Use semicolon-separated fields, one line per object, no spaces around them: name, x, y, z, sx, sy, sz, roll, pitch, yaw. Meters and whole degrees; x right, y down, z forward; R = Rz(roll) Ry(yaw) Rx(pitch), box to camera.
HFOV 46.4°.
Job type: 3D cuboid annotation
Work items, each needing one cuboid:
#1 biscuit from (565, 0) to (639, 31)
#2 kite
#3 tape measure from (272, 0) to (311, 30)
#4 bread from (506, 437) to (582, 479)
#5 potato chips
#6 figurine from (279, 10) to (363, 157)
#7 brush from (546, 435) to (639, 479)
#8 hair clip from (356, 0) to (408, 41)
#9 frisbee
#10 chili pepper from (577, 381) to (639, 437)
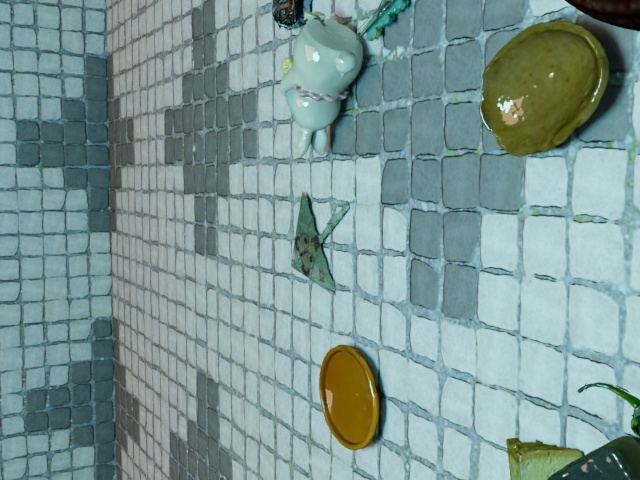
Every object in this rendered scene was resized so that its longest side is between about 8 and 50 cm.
biscuit;0.353;-0.419;0.745;0.407;0.091;0.407;11;103;60
kite;-0.001;0.000;1.472;0.250;0.012;0.229;-48;55;50
tape measure;-0.056;-0.466;1.487;0.094;0.054;0.091;20;109;51
bread;0.292;0.306;0.981;0.109;0.080;0.084;47;-140;-85
potato chips;0.279;-0.188;0.932;0.201;0.049;0.150;-42;61;52
figurine;-0.015;-0.278;1.364;0.155;0.127;0.235;47;137;24
brush;0.347;0.332;0.837;0.123;0.059;0.197;-52;54;42
hair clip;0.107;-0.375;1.221;0.173;0.049;0.049;137;124;-59
frisbee;0.057;0.285;1.368;0.192;0.035;0.192;11;103;59
chili pepper;0.390;0.239;0.758;0.122;0.065;0.279;-56;50;41
